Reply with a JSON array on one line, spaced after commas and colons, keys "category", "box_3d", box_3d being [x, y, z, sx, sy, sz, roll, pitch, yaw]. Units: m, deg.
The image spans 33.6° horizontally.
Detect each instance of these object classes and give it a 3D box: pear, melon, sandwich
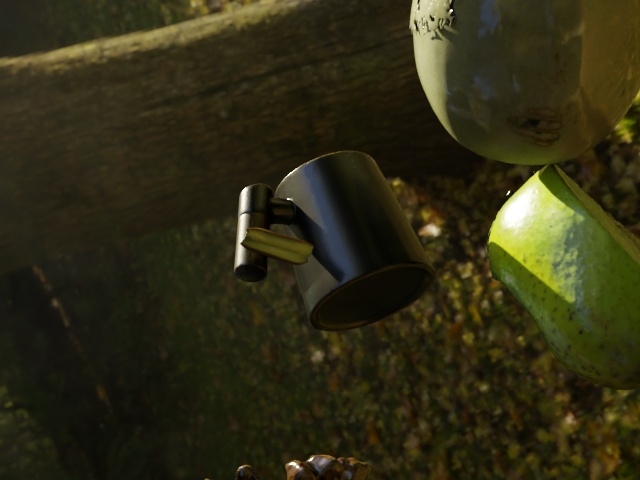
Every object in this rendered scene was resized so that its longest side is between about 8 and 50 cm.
[{"category": "pear", "box_3d": [0.330, 0.077, 1.232, 0.292, 0.159, 0.292, 40, -165, -13]}, {"category": "melon", "box_3d": [0.235, -0.252, 1.186, 0.268, 0.268, 0.330, 31, 122, 58]}, {"category": "sandwich", "box_3d": [-0.053, 0.005, 1.210, 0.044, 0.083, 0.031, -173, 101, -75]}]

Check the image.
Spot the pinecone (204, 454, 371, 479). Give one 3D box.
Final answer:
[{"category": "pinecone", "box_3d": [-0.040, 0.388, 1.071, 0.384, 0.384, 0.384, 51, 152, 40]}]

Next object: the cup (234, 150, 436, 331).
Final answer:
[{"category": "cup", "box_3d": [0.015, -0.008, 1.303, 0.166, 0.239, 0.177, -34, 63, 27]}]
